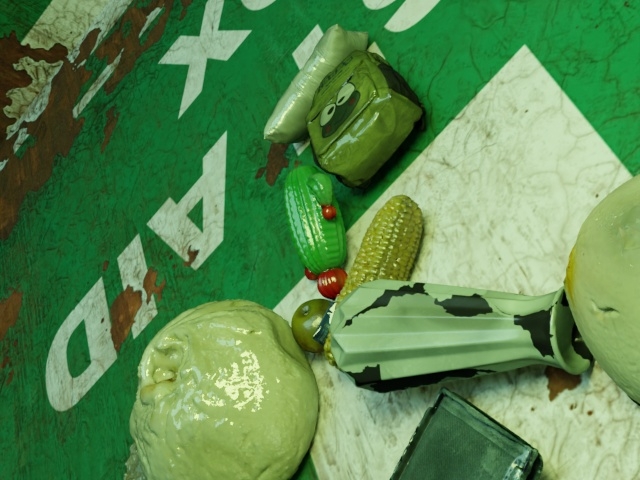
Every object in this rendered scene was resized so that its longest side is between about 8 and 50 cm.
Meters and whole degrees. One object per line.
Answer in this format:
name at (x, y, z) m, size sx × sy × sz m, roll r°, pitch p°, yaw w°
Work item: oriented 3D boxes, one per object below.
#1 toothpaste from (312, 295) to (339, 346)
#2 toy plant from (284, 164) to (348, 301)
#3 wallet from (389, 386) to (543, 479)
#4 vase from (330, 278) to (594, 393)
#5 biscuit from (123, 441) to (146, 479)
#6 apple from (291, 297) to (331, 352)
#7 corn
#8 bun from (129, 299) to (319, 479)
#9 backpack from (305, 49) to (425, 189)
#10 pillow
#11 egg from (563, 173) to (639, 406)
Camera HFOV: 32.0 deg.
toothpaste at (0.014, 0.124, 1.738) m, size 0.019 × 0.027 × 0.083 m, roll -21°, pitch 40°, yaw 63°
toy plant at (-0.006, -0.006, 1.860) m, size 0.154 × 0.088 × 0.240 m, roll -172°, pitch 74°, yaw -65°
wallet at (0.151, 0.382, 1.447) m, size 0.342 × 0.075 × 0.237 m, roll -64°, pitch 29°, yaw 1°
vase at (0.183, 0.126, 1.499) m, size 0.360 × 0.165 × 0.165 m, roll -6°, pitch 63°, yaw 41°
biscuit at (-0.310, 0.384, 2.047) m, size 0.133 × 0.032 × 0.250 m, roll 15°, pitch 80°, yaw 55°
apple at (-0.004, 0.137, 1.785) m, size 0.089 × 0.074 × 0.089 m, roll -28°, pitch 33°, yaw 20°
corn at (0.084, 0.067, 1.711) m, size 0.101 × 0.101 × 0.291 m, roll 10°, pitch 78°, yaw 53°
bun at (-0.177, 0.262, 1.796) m, size 0.349 × 0.227 × 0.352 m, roll 22°, pitch 87°, yaw 53°
backpack at (0.069, -0.212, 1.888) m, size 0.207 × 0.140 × 0.253 m, roll -46°, pitch 30°, yaw 19°
pillow at (-0.007, -0.282, 2.025) m, size 0.078 × 0.144 × 0.254 m, roll 41°, pitch 105°, yaw 22°
egg at (0.411, 0.033, 1.246) m, size 0.337 × 0.201 × 0.337 m, roll -28°, pitch 50°, yaw 39°
